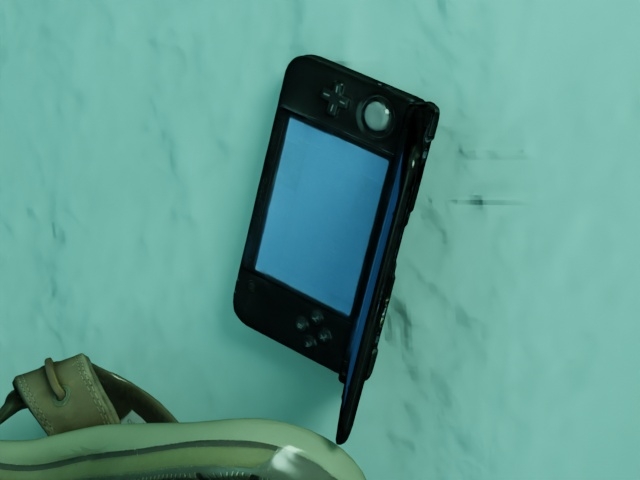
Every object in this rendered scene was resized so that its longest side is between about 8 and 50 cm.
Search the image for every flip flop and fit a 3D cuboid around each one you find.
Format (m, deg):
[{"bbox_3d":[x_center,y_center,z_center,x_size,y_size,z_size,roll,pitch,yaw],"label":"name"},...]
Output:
[{"bbox_3d":[-0.089,0.089,0.808,0.277,0.112,0.080,-7,54,41],"label":"flip flop"}]

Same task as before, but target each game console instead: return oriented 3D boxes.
[{"bbox_3d":[0.000,0.000,0.734,0.107,0.071,0.122,26,112,31],"label":"game console"}]
